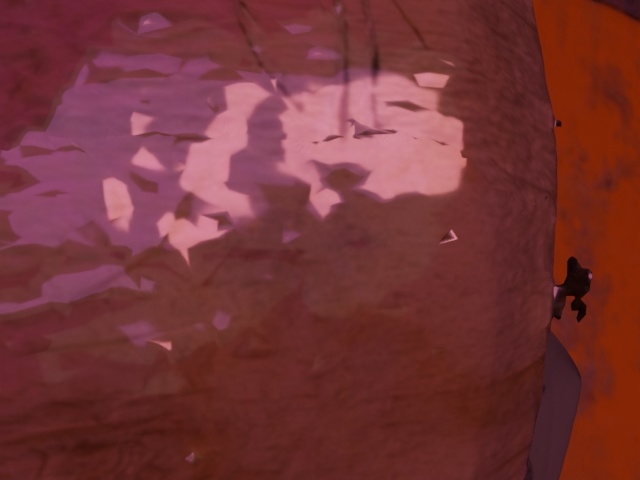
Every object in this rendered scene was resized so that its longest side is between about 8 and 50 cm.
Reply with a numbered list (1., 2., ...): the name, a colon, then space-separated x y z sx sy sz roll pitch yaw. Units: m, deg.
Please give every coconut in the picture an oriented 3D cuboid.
1. coconut: -0.131 0.013 0.737 0.404 0.404 0.404 13 67 -33

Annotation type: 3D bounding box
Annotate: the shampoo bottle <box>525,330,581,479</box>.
1. shampoo bottle: 0.034 0.189 0.980 0.134 0.078 0.359 44 53 -21
